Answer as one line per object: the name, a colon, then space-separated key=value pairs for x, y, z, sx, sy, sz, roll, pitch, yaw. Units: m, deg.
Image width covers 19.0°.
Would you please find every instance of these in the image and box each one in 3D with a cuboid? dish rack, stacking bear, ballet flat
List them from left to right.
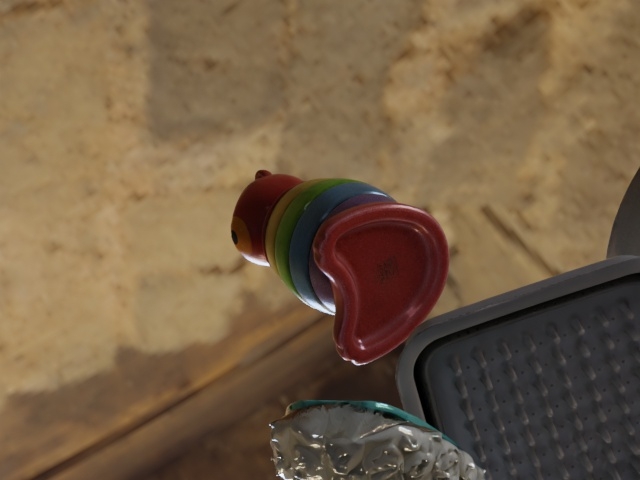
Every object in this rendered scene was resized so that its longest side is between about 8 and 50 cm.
stacking bear: x=0.000 y=0.000 z=2.170 sx=0.164 sy=0.289 sz=0.175 roll=-26 pitch=-62 yaw=-25
ballet flat: x=0.071 y=0.232 z=1.500 sx=0.147 sy=0.147 sz=0.409 roll=-37 pitch=-27 yaw=4
dish rack: x=0.229 y=0.176 z=1.817 sx=0.285 sy=0.072 sz=0.333 roll=-18 pitch=-63 yaw=-1

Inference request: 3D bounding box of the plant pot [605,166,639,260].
plant pot: x=0.461 y=0.007 z=1.971 sx=0.284 sy=0.191 sz=0.284 roll=-27 pitch=-46 yaw=-32
